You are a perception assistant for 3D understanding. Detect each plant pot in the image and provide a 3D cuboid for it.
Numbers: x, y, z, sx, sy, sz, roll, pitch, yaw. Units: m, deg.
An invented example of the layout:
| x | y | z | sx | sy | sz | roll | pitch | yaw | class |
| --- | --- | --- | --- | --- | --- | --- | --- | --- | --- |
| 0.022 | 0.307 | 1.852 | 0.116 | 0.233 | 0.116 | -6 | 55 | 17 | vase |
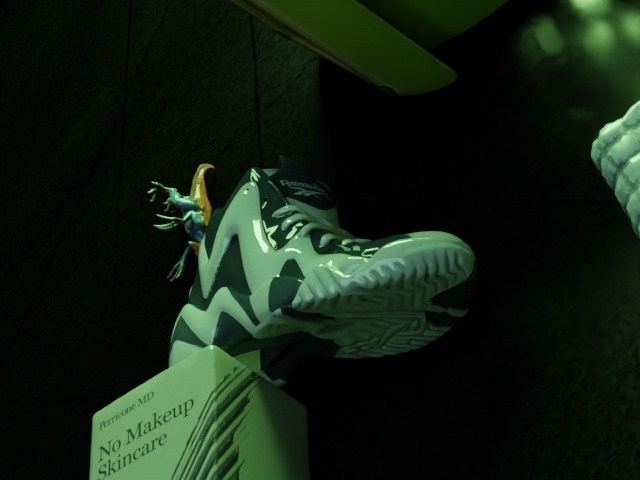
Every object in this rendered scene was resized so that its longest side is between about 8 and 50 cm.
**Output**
| x | y | z | sx | sy | sz | roll | pitch | yaw | class |
| --- | --- | --- | --- | --- | --- | --- | --- | --- | --- |
| 0.017 | -0.236 | 1.177 | 0.207 | 0.227 | 0.228 | -58 | 36 | 2 | plant pot |

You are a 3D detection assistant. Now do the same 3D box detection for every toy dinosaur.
| x | y | z | sx | sy | sz | roll | pitch | yaw | class |
| --- | --- | --- | --- | --- | --- | --- | --- | --- | --- |
| -0.091 | -0.016 | 1.255 | 0.082 | 0.047 | 0.090 | 33 | 75 | 36 | toy dinosaur |

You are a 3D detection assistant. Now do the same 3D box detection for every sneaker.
| x | y | z | sx | sy | sz | roll | pitch | yaw | class |
| --- | --- | --- | --- | --- | --- | --- | --- | --- | --- |
| 0.000 | 0.000 | 1.089 | 0.235 | 0.094 | 0.153 | -29 | 49 | 44 | sneaker |

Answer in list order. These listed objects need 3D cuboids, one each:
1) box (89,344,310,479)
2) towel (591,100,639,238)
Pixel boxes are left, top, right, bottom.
| x | y | z | sx | sy | sz | roll | pitch | yaw | class |
| --- | --- | --- | --- | --- | --- | --- | --- | --- | --- |
| -0.068 | 0.205 | 0.987 | 0.113 | 0.094 | 0.275 | -32 | 40 | 25 | box |
| 0.293 | -0.031 | 0.778 | 0.283 | 0.121 | 0.235 | -40 | 39 | 13 | towel |
